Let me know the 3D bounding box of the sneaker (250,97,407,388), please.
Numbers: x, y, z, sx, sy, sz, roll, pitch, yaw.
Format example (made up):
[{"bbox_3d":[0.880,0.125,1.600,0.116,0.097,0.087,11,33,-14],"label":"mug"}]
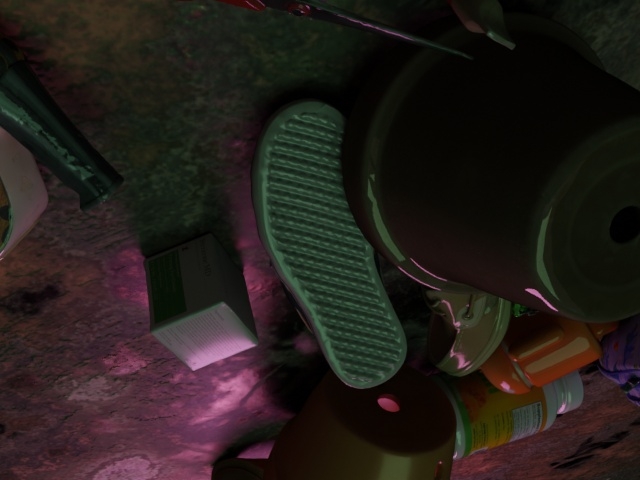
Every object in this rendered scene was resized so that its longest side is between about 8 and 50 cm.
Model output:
[{"bbox_3d":[0.000,0.000,0.696,0.126,0.127,0.321,-19,117,-8],"label":"sneaker"}]

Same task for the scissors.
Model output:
[{"bbox_3d":[-0.035,-0.175,0.475,0.297,0.021,0.109,15,169,-25],"label":"scissors"}]

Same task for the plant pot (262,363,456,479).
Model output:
[{"bbox_3d":[0.074,0.312,0.978,0.291,0.291,0.203,2,121,-23],"label":"plant pot"}]

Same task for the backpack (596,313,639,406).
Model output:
[{"bbox_3d":[0.532,0.136,0.890,0.290,0.273,0.355,-63,151,-11],"label":"backpack"}]

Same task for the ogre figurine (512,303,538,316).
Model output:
[{"bbox_3d":[0.295,-0.006,0.803,0.118,0.197,0.097,-5,-175,-34],"label":"ogre figurine"}]

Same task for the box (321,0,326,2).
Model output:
[{"bbox_3d":[0.002,-0.317,0.359,0.232,0.058,0.322,18,129,-36],"label":"box"}]

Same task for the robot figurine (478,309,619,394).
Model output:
[{"bbox_3d":[0.322,0.145,0.969,0.219,0.158,0.128,-32,113,17],"label":"robot figurine"}]

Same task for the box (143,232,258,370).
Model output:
[{"bbox_3d":[-0.132,0.069,0.729,0.087,0.101,0.102,-22,141,4],"label":"box"}]

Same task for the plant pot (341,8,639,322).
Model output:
[{"bbox_3d":[0.171,-0.046,0.535,0.263,0.229,0.263,-6,112,-14],"label":"plant pot"}]

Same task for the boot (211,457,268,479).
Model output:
[{"bbox_3d":[-0.034,0.416,1.191,0.283,0.109,0.220,-16,173,28],"label":"boot"}]

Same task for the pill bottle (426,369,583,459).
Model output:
[{"bbox_3d":[0.298,0.260,1.082,0.246,0.136,0.136,-12,141,-15],"label":"pill bottle"}]

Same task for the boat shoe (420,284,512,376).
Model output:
[{"bbox_3d":[0.171,0.035,0.801,0.110,0.121,0.341,0,128,-13],"label":"boat shoe"}]

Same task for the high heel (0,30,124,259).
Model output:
[{"bbox_3d":[-0.311,-0.069,0.544,0.261,0.093,0.186,-23,120,26],"label":"high heel"}]

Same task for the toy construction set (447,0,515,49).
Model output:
[{"bbox_3d":[0.038,-0.199,0.279,0.257,0.237,0.309,-31,140,17],"label":"toy construction set"}]
